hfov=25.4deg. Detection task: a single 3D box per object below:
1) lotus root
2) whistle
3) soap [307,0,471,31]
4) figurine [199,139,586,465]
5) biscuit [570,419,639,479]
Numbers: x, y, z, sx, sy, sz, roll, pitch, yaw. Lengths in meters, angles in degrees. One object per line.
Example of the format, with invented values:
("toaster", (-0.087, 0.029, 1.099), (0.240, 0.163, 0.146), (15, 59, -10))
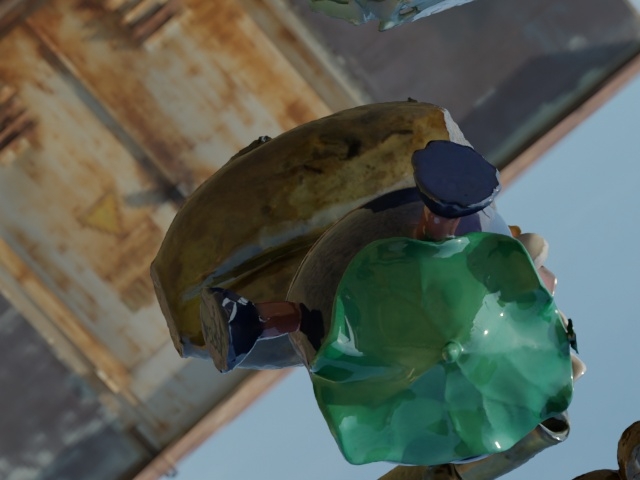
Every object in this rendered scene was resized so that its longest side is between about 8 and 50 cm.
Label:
("lotus root", (-0.002, -0.002, 1.135), (0.291, 0.193, 0.193), (-23, -166, 6))
("whistle", (0.091, 0.227, 1.306), (0.326, 0.057, 0.068), (-39, -171, 33))
("soap", (-0.002, -0.351, 0.908), (0.261, 0.446, 0.156), (-23, 180, 38))
("figurine", (0.037, 0.034, 0.521), (0.111, 0.102, 0.195), (-38, 172, 6))
("biscuit", (0.208, 0.171, 0.889), (0.175, 0.124, 0.026), (-55, -157, 20))
